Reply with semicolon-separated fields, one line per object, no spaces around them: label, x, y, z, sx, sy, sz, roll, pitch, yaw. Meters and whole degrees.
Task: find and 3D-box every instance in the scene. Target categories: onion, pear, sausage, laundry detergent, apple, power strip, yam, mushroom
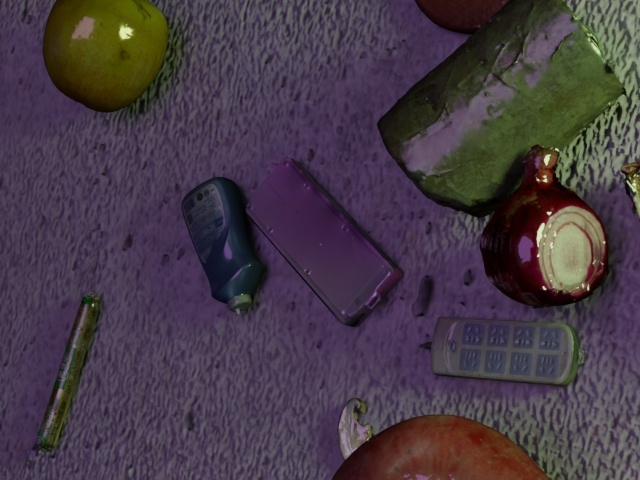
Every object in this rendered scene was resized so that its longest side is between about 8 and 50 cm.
onion;0.265;-0.015;1.558;0.135;0.173;0.198;-11;87;47
pear;-0.342;-0.305;1.975;0.200;0.200;0.200;-7;75;29
sausage;-0.395;0.207;1.979;0.033;0.033;0.269;16;87;32
laundry detergent;-0.140;0.014;1.857;0.096;0.061;0.206;-27;67;20
apple;0.150;0.385;1.499;0.344;0.269;0.345;-3;74;9
power strip;0.228;0.142;1.630;0.227;0.029;0.080;1;80;31
yam;0.228;-0.168;1.611;0.300;0.195;0.195;-42;62;15
power strip;0.000;0.000;1.791;0.109;0.037;0.279;-49;60;12
mushroom;0.047;0.265;1.715;0.049;0.019;0.101;-4;79;30

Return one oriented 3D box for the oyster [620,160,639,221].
oyster;0.432;-0.050;1.541;0.103;0.051;0.148;-41;70;4

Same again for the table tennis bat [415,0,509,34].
table tennis bat;0.272;-0.475;1.735;0.268;0.051;0.415;37;100;30
